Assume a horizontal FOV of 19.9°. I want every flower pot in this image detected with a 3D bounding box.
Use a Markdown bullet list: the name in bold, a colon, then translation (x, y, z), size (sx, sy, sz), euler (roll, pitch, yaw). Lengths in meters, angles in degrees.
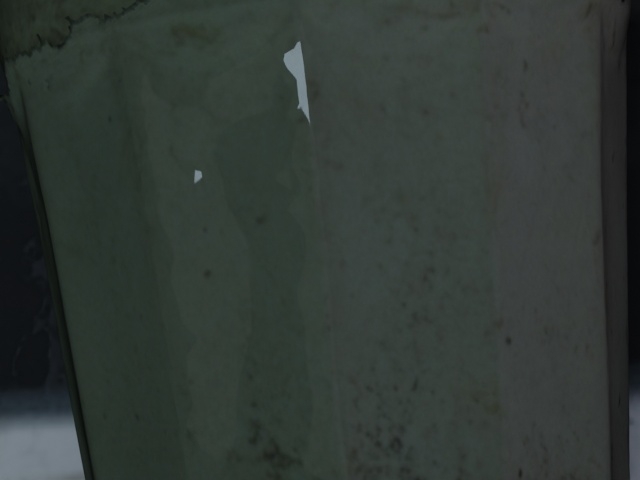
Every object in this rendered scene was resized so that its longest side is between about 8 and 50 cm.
- **flower pot**: translation (0.000, 0.000, 0.658), size (0.290, 0.290, 0.259), euler (-6, 88, 17)
